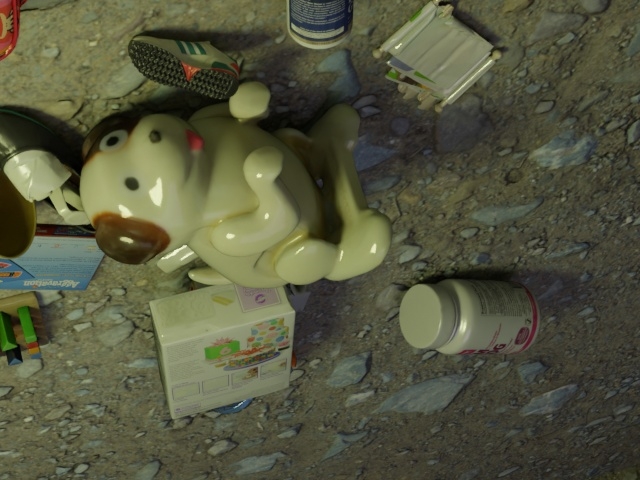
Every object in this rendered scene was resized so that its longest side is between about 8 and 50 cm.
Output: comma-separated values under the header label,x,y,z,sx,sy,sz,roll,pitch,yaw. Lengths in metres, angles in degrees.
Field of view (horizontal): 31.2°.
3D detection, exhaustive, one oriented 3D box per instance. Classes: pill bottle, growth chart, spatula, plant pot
label,x,y,z,sx,sy,sz,roll,pitch,yaw
pill bottle,-0.001,-0.348,1.545,0.094,0.094,0.169,-16,148,-11
growth chart,0.185,-0.289,1.820,0.172,0.021,0.237,-36,146,20
pill bottle,0.316,0.163,2.437,0.283,0.160,0.160,4,139,-35
spatula,-0.201,-0.031,1.963,0.242,0.019,0.168,-30,142,10
plant pot,-0.496,-0.035,1.682,0.095,0.134,0.134,-6,155,25

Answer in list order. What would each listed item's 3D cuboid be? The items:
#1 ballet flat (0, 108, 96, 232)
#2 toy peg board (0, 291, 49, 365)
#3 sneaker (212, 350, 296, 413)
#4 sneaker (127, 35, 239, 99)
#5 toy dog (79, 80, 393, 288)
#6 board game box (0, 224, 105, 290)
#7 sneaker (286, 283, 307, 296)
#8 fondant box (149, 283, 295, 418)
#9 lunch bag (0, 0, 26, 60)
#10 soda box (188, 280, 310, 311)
label,x,y,z,sx,sy,sz,roll,pitch,yaw
ballet flat,-0.390,-0.091,1.676,0.095,0.096,0.280,-30,147,12
toy peg board,-0.556,0.181,1.988,0.161,0.079,0.161,-14,147,-14
sneaker,-0.157,0.281,2.405,0.221,0.083,0.087,-40,131,15
sneaker,-0.188,-0.253,1.605,0.161,0.075,0.057,17,129,-10
toy dog,-0.163,-0.078,1.726,0.407,0.285,0.395,11,152,-41
board game box,-0.490,0.027,1.853,0.281,0.027,0.145,3,138,-35
sneaker,0.000,0.000,2.060,0.090,0.095,0.235,5,137,-34
fondant box,-0.177,0.196,2.097,0.238,0.096,0.330,-14,152,-12
lunch bag,-0.439,-0.318,1.289,0.258,0.120,0.293,-10,145,-21
soda box,-0.134,0.101,2.140,0.216,0.074,0.069,-8,146,-23
